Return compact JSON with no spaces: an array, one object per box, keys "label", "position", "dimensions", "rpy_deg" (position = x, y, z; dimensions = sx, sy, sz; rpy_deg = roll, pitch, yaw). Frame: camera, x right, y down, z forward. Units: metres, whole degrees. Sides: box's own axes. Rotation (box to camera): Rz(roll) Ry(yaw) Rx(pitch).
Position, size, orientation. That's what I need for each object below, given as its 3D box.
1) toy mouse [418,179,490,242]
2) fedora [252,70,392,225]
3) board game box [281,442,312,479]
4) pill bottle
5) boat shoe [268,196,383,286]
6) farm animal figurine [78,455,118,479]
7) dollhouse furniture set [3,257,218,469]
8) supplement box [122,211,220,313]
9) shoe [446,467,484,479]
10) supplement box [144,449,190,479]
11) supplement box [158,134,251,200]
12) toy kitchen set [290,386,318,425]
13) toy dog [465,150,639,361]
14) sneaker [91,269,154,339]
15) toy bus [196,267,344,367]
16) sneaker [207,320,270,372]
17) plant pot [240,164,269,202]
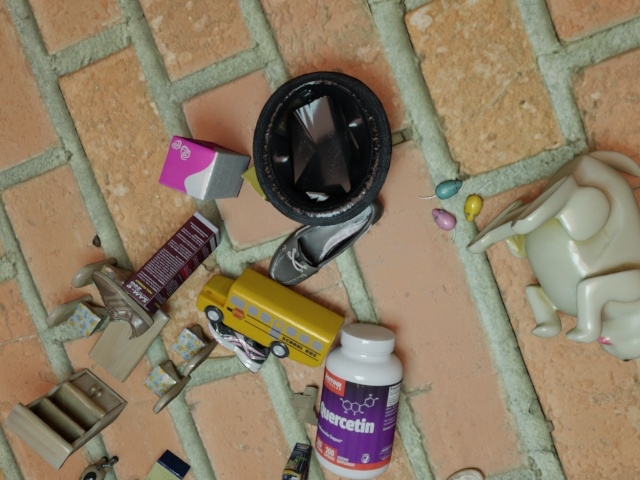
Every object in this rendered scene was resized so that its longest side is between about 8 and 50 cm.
[{"label":"toy mouse","position":[0.292,-0.080,1.225],"dimensions":[0.143,0.031,0.160],"rpy_deg":[18,101,8]},{"label":"fedora","position":[0.011,-0.196,1.200],"dimensions":[0.335,0.152,0.333],"rpy_deg":[0,90,11]},{"label":"board game box","position":[-0.065,0.615,1.329],"dimensions":[0.048,0.141,0.170],"rpy_deg":[9,99,8]},{"label":"pill bottle","position":[0.091,0.365,1.246],"dimensions":[0.182,0.181,0.322],"rpy_deg":[8,99,10]},{"label":"boat shoe","position":[0.000,0.000,1.259],"dimensions":[0.335,0.095,0.112],"rpy_deg":[-37,89,13]},{"label":"farm animal figurine","position":[-0.635,0.783,1.446],"dimensions":[0.327,0.172,0.330],"rpy_deg":[-22,93,13]},{"label":"dollhouse furniture set","position":[-0.535,0.310,1.322],"dimensions":[0.362,0.256,0.394],"rpy_deg":[38,103,4]},{"label":"supplement box","position":[-0.344,0.055,1.267],"dimensions":[0.073,0.130,0.239],"rpy_deg":[39,72,4]},{"label":"shoe","position":[0.308,0.635,1.302],"dimensions":[0.219,0.058,0.076],"rpy_deg":[-43,88,13]},{"label":"supplement box","position":[-0.411,0.627,1.442],"dimensions":[0.083,0.056,0.083],"rpy_deg":[35,102,5]},{"label":"supplement box","position":[-0.256,-0.162,1.224],"dimensions":[0.111,0.220,0.113],"rpy_deg":[22,101,7]},{"label":"toy kitchen set","position":[-0.025,0.419,1.358],"dimensions":[0.068,0.075,0.083],"rpy_deg":[-10,57,48]},{"label":"toy dog","position":[0.568,0.056,1.096],"dimensions":[0.395,0.284,0.407],"rpy_deg":[-38,87,-23]},{"label":"sneaker","position":[-0.474,0.148,1.243],"dimensions":[0.188,0.066,0.071],"rpy_deg":[41,71,6]},{"label":"toy bus","position":[-0.122,0.173,1.279],"dimensions":[0.333,0.108,0.130],"rpy_deg":[27,125,6]},{"label":"sneaker","position":[-0.200,0.245,1.354],"dimensions":[0.178,0.072,0.077],"rpy_deg":[42,91,-5]},{"label":"plant pot","position":[-0.125,-0.150,1.276],"dimensions":[0.083,0.081,0.081],"rpy_deg":[-44,88,1]}]
